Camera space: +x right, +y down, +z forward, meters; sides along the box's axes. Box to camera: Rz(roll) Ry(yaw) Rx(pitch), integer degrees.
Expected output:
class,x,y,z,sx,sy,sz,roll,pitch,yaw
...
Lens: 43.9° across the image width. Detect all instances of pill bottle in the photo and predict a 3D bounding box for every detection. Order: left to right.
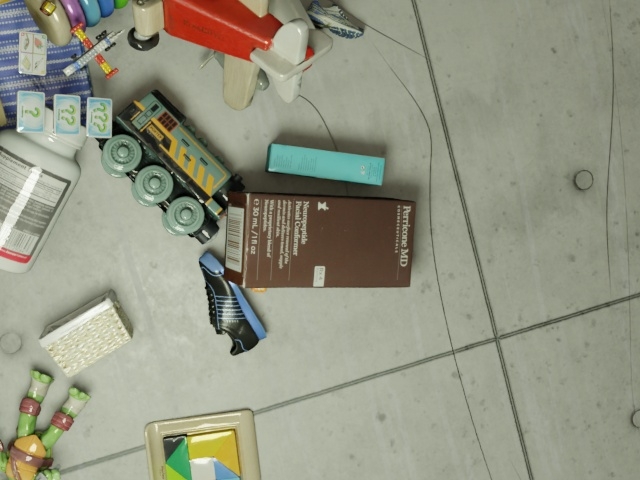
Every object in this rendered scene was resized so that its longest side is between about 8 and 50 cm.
class,x,y,z,sx,sy,sz,roll,pitch,yaw
pill bottle,-0.586,-0.110,1.570,0.176,0.176,0.318,28,91,-10

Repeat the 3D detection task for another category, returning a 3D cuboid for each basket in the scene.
class,x,y,z,sx,sy,sz,roll,pitch,yaw
basket,-0.480,0.194,1.645,0.167,0.113,0.103,-30,102,-6

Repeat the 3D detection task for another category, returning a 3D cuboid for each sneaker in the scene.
class,x,y,z,sx,sy,sz,roll,pitch,yaw
sneaker,-0.209,0.139,1.698,0.090,0.081,0.232,-34,99,-13
sneaker,-0.116,-0.501,1.661,0.123,0.106,0.290,-32,99,-8
sneaker,0.034,-0.481,1.716,0.135,0.052,0.058,18,85,-11

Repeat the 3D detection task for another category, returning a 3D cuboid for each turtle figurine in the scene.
class,x,y,z,sx,sy,sz,roll,pitch,yaw
turtle figurine,-0.590,0.399,1.579,0.275,0.198,0.266,45,63,-49

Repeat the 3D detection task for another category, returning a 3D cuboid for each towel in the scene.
class,x,y,z,sx,sy,sz,roll,pitch,yaw
towel,-0.606,-0.385,1.626,0.243,0.040,0.336,-10,95,-7

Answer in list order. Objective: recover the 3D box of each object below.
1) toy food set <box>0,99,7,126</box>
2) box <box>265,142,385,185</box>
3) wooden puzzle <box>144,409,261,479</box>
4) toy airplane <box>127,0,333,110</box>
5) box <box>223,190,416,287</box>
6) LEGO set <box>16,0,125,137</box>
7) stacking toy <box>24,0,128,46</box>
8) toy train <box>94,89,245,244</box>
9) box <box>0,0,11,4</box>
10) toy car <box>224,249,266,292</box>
class,x,y,z,sx,sy,sz,roll,pitch,yaw
toy food set,-0.716,-0.258,1.605,0.192,0.038,0.132,-16,88,15
box,0.008,-0.162,1.705,0.244,0.100,0.060,6,93,-9
wooden puzzle,-0.253,0.493,1.732,0.238,0.044,0.221,-7,94,-9
toy airplane,-0.150,-0.440,1.506,0.384,0.386,0.272,49,48,-30
box,0.000,0.000,1.649,0.381,0.143,0.191,0,95,-26
LEGO set,-0.466,-0.318,1.481,0.182,0.060,0.244,0,97,-34
stacking toy,-0.419,-0.522,1.588,0.330,0.141,0.141,-37,98,-22
toy train,-0.309,-0.151,1.643,0.334,0.142,0.190,45,77,-9
box,-0.647,-0.576,1.550,0.114,0.103,0.203,-20,80,-7
toy car,-0.164,0.069,1.722,0.122,0.040,0.060,27,89,-10
